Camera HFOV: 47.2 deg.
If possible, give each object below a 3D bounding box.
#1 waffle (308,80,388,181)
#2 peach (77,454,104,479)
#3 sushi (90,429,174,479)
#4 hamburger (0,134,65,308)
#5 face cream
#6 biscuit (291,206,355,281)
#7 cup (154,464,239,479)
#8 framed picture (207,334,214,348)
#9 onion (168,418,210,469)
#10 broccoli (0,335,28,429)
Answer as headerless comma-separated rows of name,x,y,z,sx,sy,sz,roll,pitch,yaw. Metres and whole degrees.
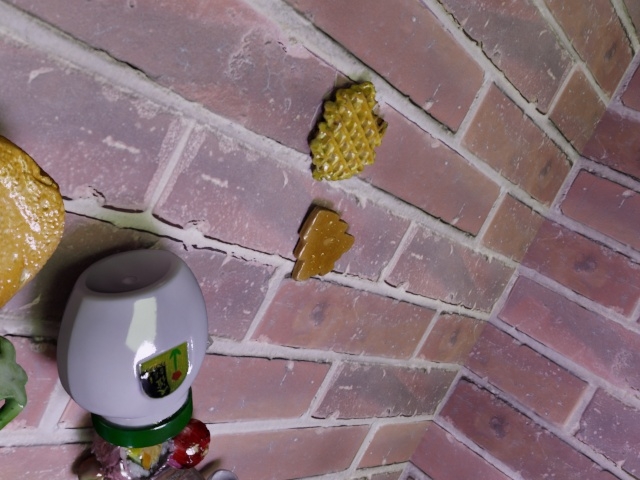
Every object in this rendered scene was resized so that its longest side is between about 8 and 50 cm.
waffle,0.077,-0.264,1.796,0.291,0.051,0.291,-33,141,-31
peach,-0.504,0.521,1.652,0.083,0.083,0.083,-32,138,-34
sushi,-0.424,0.454,1.652,0.241,0.108,0.161,-39,112,-73
hamburger,-0.542,-0.009,1.080,0.314,0.170,0.289,-56,141,-32
face cream,-0.365,0.211,1.453,0.313,0.220,0.356,-26,131,-39
biscuit,0.000,0.000,1.915,0.212,0.041,0.238,-33,139,-24
cup,-0.308,0.723,1.906,0.301,0.257,0.227,-24,136,-42
framed picture,-0.374,0.269,1.674,0.260,0.023,0.189,-44,141,-18
onion,-0.335,0.503,1.820,0.131,0.131,0.131,-32,138,-34
broccoli,-0.600,0.241,1.164,0.246,0.294,0.265,-22,179,7
